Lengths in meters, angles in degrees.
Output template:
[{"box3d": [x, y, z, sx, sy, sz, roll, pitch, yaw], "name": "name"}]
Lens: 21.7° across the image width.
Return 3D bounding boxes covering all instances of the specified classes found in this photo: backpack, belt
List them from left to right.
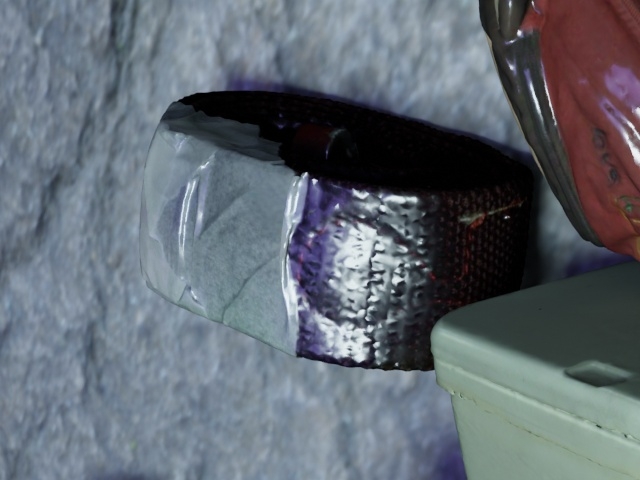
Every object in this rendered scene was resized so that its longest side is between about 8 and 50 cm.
[{"box3d": [0.000, 0.000, 1.085, 0.289, 0.184, 0.164, 22, 116, 44], "name": "belt"}, {"box3d": [0.176, -0.071, 0.874, 0.139, 0.229, 0.229, -28, 76, 7], "name": "backpack"}]

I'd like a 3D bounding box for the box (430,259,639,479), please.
[{"box3d": [0.224, 0.208, 0.831, 0.352, 0.177, 0.344, 17, 120, 65], "name": "box"}]
